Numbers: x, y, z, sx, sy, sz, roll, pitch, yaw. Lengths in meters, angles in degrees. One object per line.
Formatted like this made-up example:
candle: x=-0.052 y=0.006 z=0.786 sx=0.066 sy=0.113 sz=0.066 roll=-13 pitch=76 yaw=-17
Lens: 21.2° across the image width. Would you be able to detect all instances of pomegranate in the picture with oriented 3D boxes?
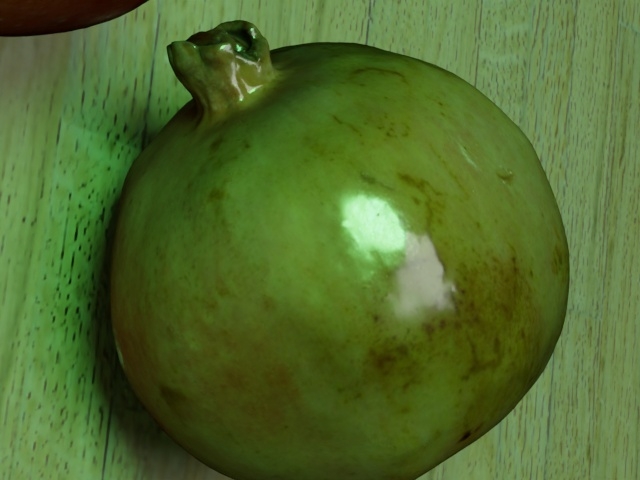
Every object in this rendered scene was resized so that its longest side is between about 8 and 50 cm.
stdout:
pomegranate: x=0.000 y=0.000 z=0.923 sx=0.252 sy=0.229 sz=0.270 roll=-44 pitch=113 yaw=-44

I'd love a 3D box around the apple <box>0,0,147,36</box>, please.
apple: x=-0.159 y=-0.218 z=0.767 sx=0.260 sy=0.216 sz=0.260 roll=7 pitch=80 yaw=-48
